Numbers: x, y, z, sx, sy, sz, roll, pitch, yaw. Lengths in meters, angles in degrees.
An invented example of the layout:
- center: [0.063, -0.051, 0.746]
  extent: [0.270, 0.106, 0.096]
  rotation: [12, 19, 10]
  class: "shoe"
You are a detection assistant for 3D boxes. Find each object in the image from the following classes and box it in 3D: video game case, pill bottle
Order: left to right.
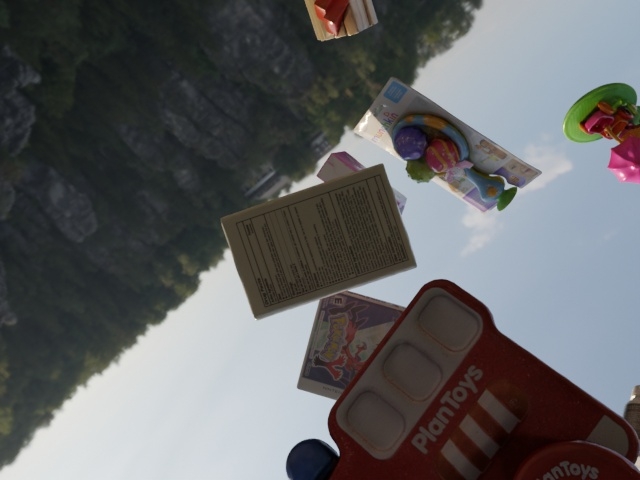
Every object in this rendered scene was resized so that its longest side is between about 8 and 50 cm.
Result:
- center: [0.069, 0.192, 1.004]
  extent: [0.023, 0.184, 0.201]
  rotation: [-59, 164, -74]
  class: "video game case"
- center: [0.579, 0.334, 1.041]
  extent: [0.078, 0.078, 0.137]
  rotation: [-22, -146, 58]
  class: "pill bottle"

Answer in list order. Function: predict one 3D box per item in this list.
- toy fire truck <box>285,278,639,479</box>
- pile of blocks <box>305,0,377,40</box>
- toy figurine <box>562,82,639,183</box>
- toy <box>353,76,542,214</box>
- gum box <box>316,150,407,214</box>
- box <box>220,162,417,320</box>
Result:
- center: [0.106, 0.217, 0.495]
  extent: [0.302, 0.254, 0.169]
  rotation: [-53, 155, 0]
  class: "toy fire truck"
- center: [0.005, -0.450, 0.818]
  extent: [0.112, 0.149, 0.362]
  rotation: [-46, 148, -46]
  class: "pile of blocks"
- center: [0.521, -0.160, 0.983]
  extent: [0.130, 0.173, 0.159]
  rotation: [-57, -145, 42]
  class: "toy figurine"
- center: [0.163, -0.110, 0.807]
  extent: [0.056, 0.237, 0.137]
  rotation: [-65, -172, -28]
  class: "toy"
- center: [0.095, -0.111, 1.245]
  extent: [0.062, 0.188, 0.107]
  rotation: [-55, 172, 19]
  class: "gum box"
- center: [0.000, 0.000, 0.824]
  extent: [0.232, 0.148, 0.127]
  rotation: [-18, -178, 3]
  class: "box"
